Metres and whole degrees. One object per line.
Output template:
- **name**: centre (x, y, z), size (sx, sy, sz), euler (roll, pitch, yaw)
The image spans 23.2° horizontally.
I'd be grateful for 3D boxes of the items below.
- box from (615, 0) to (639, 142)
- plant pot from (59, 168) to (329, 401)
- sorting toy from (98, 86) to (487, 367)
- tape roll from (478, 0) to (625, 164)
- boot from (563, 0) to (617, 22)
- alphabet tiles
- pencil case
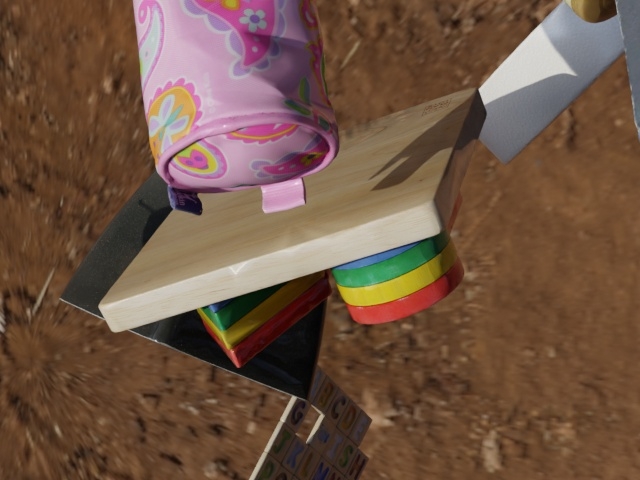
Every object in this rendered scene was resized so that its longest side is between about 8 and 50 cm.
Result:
- **box**: centre (0.344, -0.044, 0.622), size (0.293, 0.212, 0.395), euler (-32, 119, 25)
- **plant pot**: centre (-0.098, 0.027, 1.458), size (0.187, 0.188, 0.167), euler (25, 86, -38)
- **sorting toy**: centre (0.000, 0.000, 1.177), size (0.257, 0.255, 0.089), euler (-17, 108, 19)
- **tape roll**: centre (0.289, -0.228, 1.462), size (0.392, 0.392, 0.072), euler (-43, 88, -11)
- **boot**: centre (0.200, -0.279, 1.068), size (0.262, 0.095, 0.203), euler (-38, 63, -19)
- **alphabet tiles**: centre (-0.010, 0.274, 1.862), size (0.009, 0.237, 0.198), euler (19, 73, 31)
- **pencil case**: centre (-0.061, -0.164, 1.023), size (0.124, 0.124, 0.284), euler (-5, 67, -11)
